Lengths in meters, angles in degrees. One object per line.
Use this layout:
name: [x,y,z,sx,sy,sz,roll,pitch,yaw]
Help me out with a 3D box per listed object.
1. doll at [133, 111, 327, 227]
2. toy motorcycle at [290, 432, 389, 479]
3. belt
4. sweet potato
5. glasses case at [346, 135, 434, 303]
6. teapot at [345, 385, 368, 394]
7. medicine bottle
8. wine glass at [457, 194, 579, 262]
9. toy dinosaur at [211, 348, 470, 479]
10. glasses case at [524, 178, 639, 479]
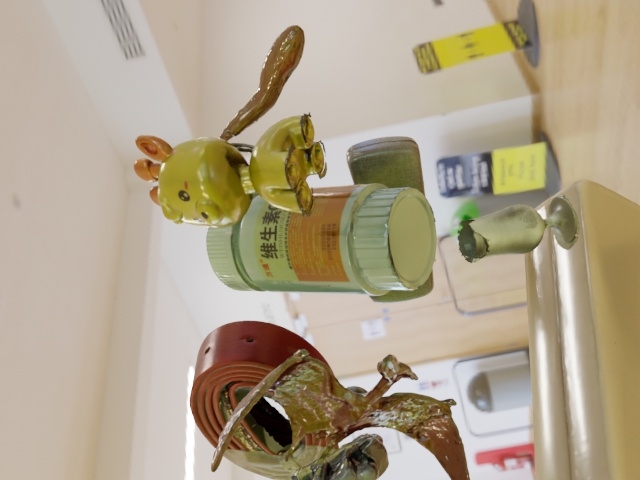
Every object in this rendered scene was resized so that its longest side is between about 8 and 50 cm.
doll: [-0.112,-0.077,0.890,0.143,0.221,0.135,63,-149,-43]
toy motorcycle: [0.021,0.297,0.961,0.124,0.193,0.061,-23,93,59]
belt: [-0.081,0.284,1.321,0.323,0.227,0.115,53,-159,-28]
sweet potato: [-0.085,-0.228,1.156,0.214,0.050,0.050,-56,12,18]
glasses case: [0.132,-0.032,1.411,0.074,0.131,0.323,-93,-7,-60]
teapot: [0.052,0.313,1.431,0.057,0.088,0.066,-61,-48,-68]
medicine bottle: [0.000,0.000,1.118,0.158,0.318,0.158,1,-91,-54]
wine glass: [0.141,-0.004,0.552,0.039,0.083,0.042,-119,21,-43]
toy dinosaur: [0.045,0.223,0.858,0.327,0.207,0.112,50,-161,-44]
glasses case: [0.242,0.114,0.611,0.076,0.144,0.336,-43,29,47]
